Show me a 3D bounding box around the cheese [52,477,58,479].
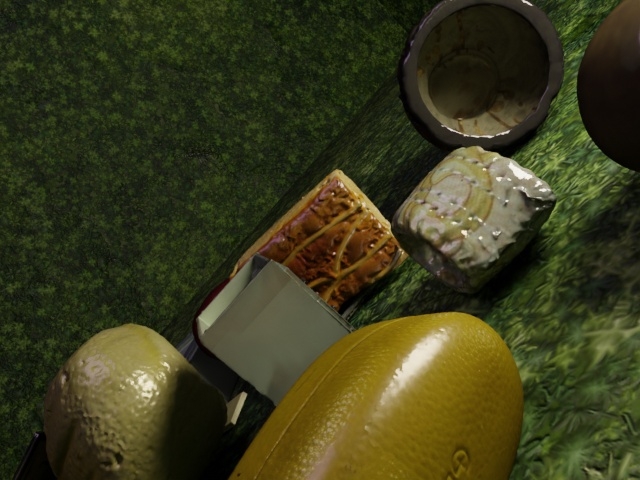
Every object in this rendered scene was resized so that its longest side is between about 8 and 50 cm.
[{"bbox_3d":[-0.465,0.546,1.023,0.217,0.129,0.329,79,-147,-66],"label":"cheese"}]

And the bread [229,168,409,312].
[{"bbox_3d":[-0.011,0.036,0.971,0.275,0.185,0.114,-41,9,17],"label":"bread"}]

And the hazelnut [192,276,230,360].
[{"bbox_3d":[-0.151,0.161,1.137,0.204,0.177,0.178,-15,-12,-41],"label":"hazelnut"}]

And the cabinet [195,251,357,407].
[{"bbox_3d":[-0.046,0.133,0.793,0.150,0.206,0.145,-48,12,-7],"label":"cabinet"}]

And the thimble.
[{"bbox_3d":[0.186,-0.023,0.708,0.143,0.137,0.190,-45,27,-6],"label":"thimble"}]

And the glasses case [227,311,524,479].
[{"bbox_3d":[0.030,0.201,0.411,0.141,0.173,0.371,-21,28,55],"label":"glasses case"}]

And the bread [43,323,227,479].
[{"bbox_3d":[-0.317,0.303,0.939,0.320,0.320,0.237,-36,1,38],"label":"bread"}]

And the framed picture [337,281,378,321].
[{"bbox_3d":[-0.015,0.164,1.037,0.274,0.017,0.217,-49,13,-14],"label":"framed picture"}]

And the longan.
[{"bbox_3d":[0.332,-0.150,0.512,0.198,0.198,0.212,-45,12,6],"label":"longan"}]

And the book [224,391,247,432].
[{"bbox_3d":[-0.182,0.333,1.055,0.111,0.014,0.077,-40,15,27],"label":"book"}]

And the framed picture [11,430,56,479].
[{"bbox_3d":[-0.506,0.488,1.097,0.347,0.016,0.264,73,-142,-72],"label":"framed picture"}]

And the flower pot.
[{"bbox_3d":[0.268,-0.286,1.036,0.266,0.266,0.267,-44,2,10],"label":"flower pot"}]

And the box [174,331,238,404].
[{"bbox_3d":[-0.289,0.306,1.247,0.225,0.117,0.225,-41,13,21],"label":"box"}]
